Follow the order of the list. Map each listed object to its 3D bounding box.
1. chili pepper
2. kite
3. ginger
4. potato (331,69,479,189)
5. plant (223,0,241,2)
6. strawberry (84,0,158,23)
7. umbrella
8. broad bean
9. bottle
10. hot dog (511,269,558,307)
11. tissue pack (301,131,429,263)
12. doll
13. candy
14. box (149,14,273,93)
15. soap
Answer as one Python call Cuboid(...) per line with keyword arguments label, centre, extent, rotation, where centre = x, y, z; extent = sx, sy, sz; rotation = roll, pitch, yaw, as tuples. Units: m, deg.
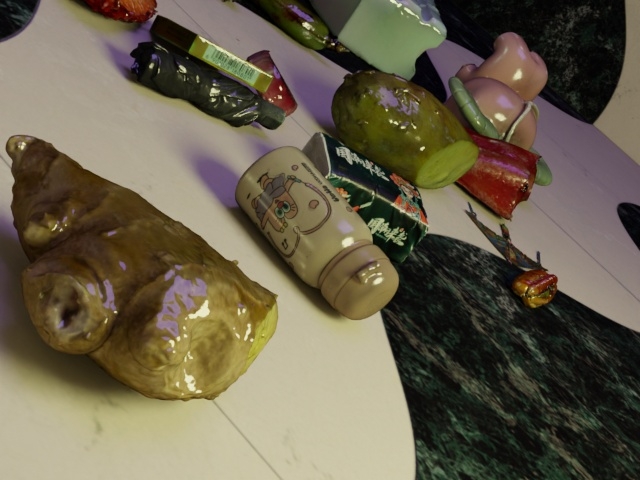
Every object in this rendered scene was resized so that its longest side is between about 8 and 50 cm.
Cuboid(label="chili pepper", centre=(0.260, -0.141, 1.897), extent=(0.253, 0.144, 0.136), rotation=(29, -21, 2))
Cuboid(label="kite", centre=(0.313, 0.004, 1.793), extent=(0.183, 0.010, 0.160), rotation=(35, 21, -9))
Cuboid(label="ginger", centre=(-0.166, 0.025, 0.856), extent=(0.270, 0.123, 0.219), rotation=(32, 17, 11))
Cuboid(label="potato", centre=(0.144, -0.171, 1.696), extent=(0.298, 0.141, 0.176), rotation=(19, 38, -39))
Cuboid(label="plant", centre=(-0.191, -0.476, 1.866), extent=(0.174, 0.087, 0.085), rotation=(28, -12, -17))
Cuboid(label="strawberry", centre=(-0.290, -0.348, 1.470), extent=(0.208, 0.087, 0.167), rotation=(51, 18, -67))
Cuboid(label="umbrella", centre=(-0.141, -0.191, 1.406), extent=(0.236, 0.059, 0.066), rotation=(22, 47, -40))
Cuboid(label="broad bean", centre=(-0.088, -0.439, 1.969), extent=(0.339, 0.061, 0.077), rotation=(41, 14, 5))
Cuboid(label="bottle", centre=(0.000, 0.000, 1.203), extent=(0.209, 0.097, 0.110), rotation=(50, -19, 24))
Cuboid(label="hot dog", centre=(0.334, 0.070, 1.657), extent=(0.062, 0.038, 0.144), rotation=(45, 22, 16))
Cuboid(label="tissue pack", centre=(0.049, -0.054, 1.381), extent=(0.170, 0.090, 0.103), rotation=(25, 28, -29))
Cuboid(label="doll", centre=(0.348, -0.245, 2.068), extent=(0.284, 0.216, 0.268), rotation=(35, 27, -29))
Cuboid(label="candy", centre=(-0.070, -0.222, 1.541), extent=(0.103, 0.043, 0.103), rotation=(61, 5, -9))
Cuboid(label="box", centre=(-0.152, -0.256, 1.472), extent=(0.121, 0.030, 0.193), rotation=(26, 7, -30))
Cuboid(label="soap", centre=(0.113, -0.523, 2.325), extent=(0.261, 0.156, 0.446), rotation=(32, 23, -15))
